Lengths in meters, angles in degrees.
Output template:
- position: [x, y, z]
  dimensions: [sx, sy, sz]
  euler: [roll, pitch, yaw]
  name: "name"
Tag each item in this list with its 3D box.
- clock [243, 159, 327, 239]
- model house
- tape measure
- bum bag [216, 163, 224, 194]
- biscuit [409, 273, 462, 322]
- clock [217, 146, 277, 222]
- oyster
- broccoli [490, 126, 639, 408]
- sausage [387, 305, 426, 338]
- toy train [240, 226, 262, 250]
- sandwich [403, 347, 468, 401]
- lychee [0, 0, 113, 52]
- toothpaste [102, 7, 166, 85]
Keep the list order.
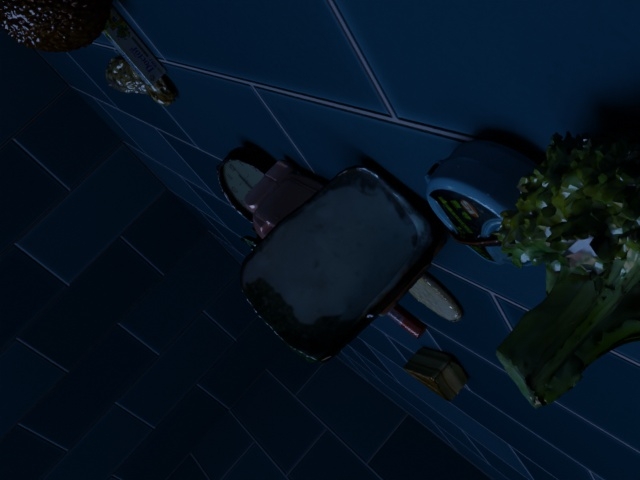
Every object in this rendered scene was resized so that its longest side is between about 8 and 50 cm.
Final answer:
- position: [0.000, 0.000, 1.095]
  dimensions: [0.227, 0.142, 0.241]
  euler: [32, 168, 44]
  name: "clock"
- position: [0.045, 0.049, 0.917]
  dimensions: [0.184, 0.253, 0.291]
  euler: [43, 180, 16]
  name: "model house"
- position: [0.160, -0.032, 0.570]
  dimensions: [0.125, 0.081, 0.146]
  euler: [43, 169, -17]
  name: "tape measure"
- position: [-0.168, -0.123, 1.347]
  dimensions: [0.123, 0.060, 0.248]
  euler: [55, 150, -15]
  name: "bum bag"
- position: [0.188, 0.092, 1.082]
  dimensions: [0.152, 0.020, 0.152]
  euler: [41, 168, 11]
  name: "biscuit"
- position: [-0.129, -0.101, 1.231]
  dimensions: [0.185, 0.040, 0.184]
  euler: [26, 143, 21]
  name: "clock"
- position: [-0.423, -0.360, 1.391]
  dimensions: [0.129, 0.078, 0.345]
  euler: [41, 169, -38]
  name: "oyster"
- position: [0.193, 0.028, 0.405]
  dimensions: [0.194, 0.194, 0.219]
  euler: [35, 172, 34]
  name: "broccoli"
- position: [0.176, 0.168, 1.366]
  dimensions: [0.129, 0.034, 0.034]
  euler: [37, 167, 27]
  name: "sausage"
- position: [-0.069, 0.040, 1.525]
  dimensions: [0.202, 0.120, 0.300]
  euler: [33, 165, 27]
  name: "toy train"
- position: [0.253, 0.289, 1.444]
  dimensions: [0.163, 0.079, 0.113]
  euler: [32, 163, 48]
  name: "sandwich"
- position: [-0.450, -0.408, 1.027]
  dimensions: [0.194, 0.194, 0.194]
  euler: [41, 168, 10]
  name: "lychee"
- position: [-0.371, -0.379, 1.187]
  dimensions: [0.034, 0.046, 0.164]
  euler: [23, 157, 51]
  name: "toothpaste"
